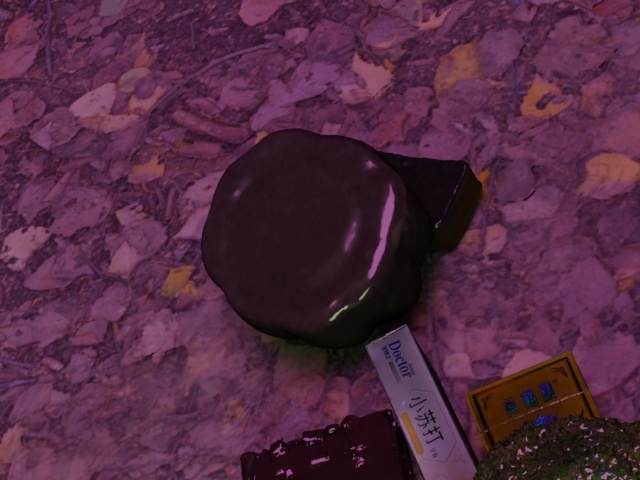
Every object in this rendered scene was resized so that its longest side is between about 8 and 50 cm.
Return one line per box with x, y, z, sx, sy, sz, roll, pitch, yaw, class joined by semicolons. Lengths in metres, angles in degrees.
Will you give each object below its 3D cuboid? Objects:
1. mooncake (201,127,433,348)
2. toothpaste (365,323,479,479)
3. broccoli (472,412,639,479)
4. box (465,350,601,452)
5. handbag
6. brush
0.000;0.000;2.211;0.306;0.154;0.306;-9;69;25;mooncake
0.143;0.240;2.023;0.071;0.089;0.313;-29;46;6;toothpaste
0.283;0.330;1.723;0.413;0.310;0.321;-42;77;-13;broccoli
0.270;0.247;1.974;0.141;0.064;0.220;-24;48;4;box
0.014;0.316;2.027;0.203;0.074;0.216;-20;44;8;handbag
0.112;-0.059;2.314;0.197;0.059;0.123;9;55;32;brush
